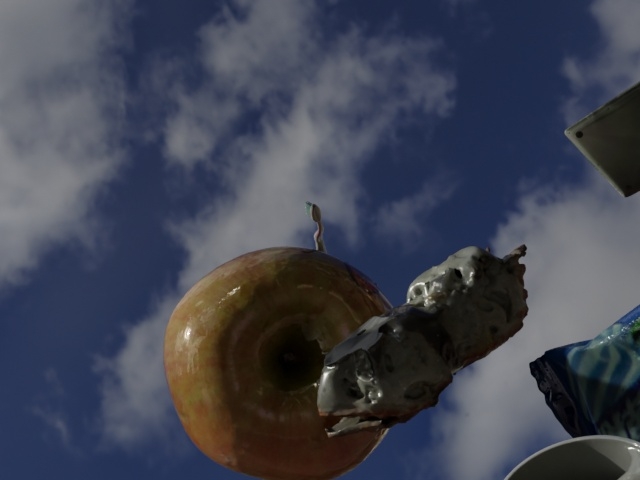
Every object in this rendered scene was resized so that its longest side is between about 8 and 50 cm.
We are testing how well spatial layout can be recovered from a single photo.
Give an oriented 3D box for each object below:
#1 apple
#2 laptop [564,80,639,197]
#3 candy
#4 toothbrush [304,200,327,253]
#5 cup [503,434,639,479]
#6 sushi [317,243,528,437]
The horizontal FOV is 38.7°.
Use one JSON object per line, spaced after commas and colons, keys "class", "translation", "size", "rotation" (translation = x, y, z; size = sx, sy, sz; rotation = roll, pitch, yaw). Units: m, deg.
{"class": "apple", "translation": [-0.061, 0.200, 1.472], "size": [0.391, 0.391, 0.346], "rotation": [-13, -12, -11]}
{"class": "laptop", "translation": [0.577, -0.194, 1.545], "size": [0.187, 0.015, 0.269], "rotation": [41, -52, -20]}
{"class": "candy", "translation": [0.363, 0.147, 0.960], "size": [0.077, 0.187, 0.331], "rotation": [-14, -20, -37]}
{"class": "toothbrush", "translation": [0.000, 0.000, 1.621], "size": [0.021, 0.027, 0.269], "rotation": [-42, -24, -14]}
{"class": "cup", "translation": [0.278, 0.317, 0.824], "size": [0.167, 0.221, 0.202], "rotation": [-29, -70, -8]}
{"class": "sushi", "translation": [0.130, 0.121, 1.141], "size": [0.332, 0.124, 0.130], "rotation": [-33, -75, -20]}
